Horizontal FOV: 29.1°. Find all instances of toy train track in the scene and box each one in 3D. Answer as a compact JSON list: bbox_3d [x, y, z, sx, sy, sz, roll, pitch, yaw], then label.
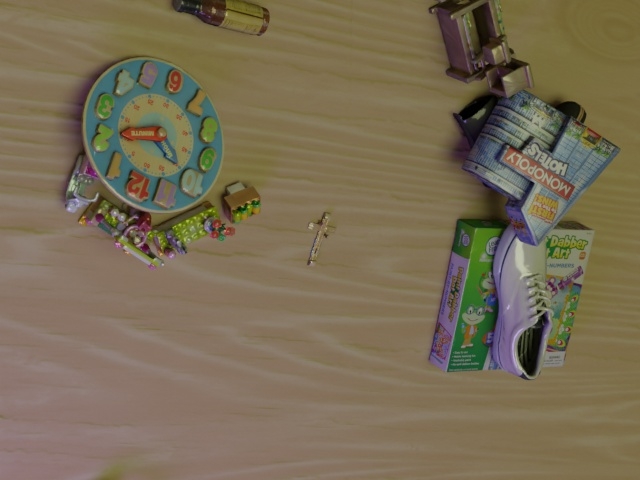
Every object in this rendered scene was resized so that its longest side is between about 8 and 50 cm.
[{"bbox_3d":[0.000,0.000,1.820,0.048,0.014,0.083,11,103,-32],"label":"toy train track"}]

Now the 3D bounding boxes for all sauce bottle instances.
[{"bbox_3d":[-0.130,-0.300,1.614,0.128,0.042,0.042,11,103,-31],"label":"sauce bottle"}]

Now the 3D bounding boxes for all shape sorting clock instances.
[{"bbox_3d":[-0.211,-0.136,1.588,0.206,0.040,0.206,5,82,-35],"label":"shape sorting clock"}]

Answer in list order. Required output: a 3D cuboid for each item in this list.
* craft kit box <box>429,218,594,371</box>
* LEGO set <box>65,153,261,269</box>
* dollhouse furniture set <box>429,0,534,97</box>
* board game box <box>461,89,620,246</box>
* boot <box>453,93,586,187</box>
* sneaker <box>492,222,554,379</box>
[{"bbox_3d":[0.314,0.089,2.012,0.249,0.061,0.247,0,106,-30],"label":"craft kit box"},{"bbox_3d":[-0.199,-0.021,1.641,0.287,0.107,0.132,10,103,-32],"label":"LEGO set"},{"bbox_3d":[0.242,-0.318,1.747,0.101,0.161,0.182,-29,121,-17],"label":"dollhouse furniture set"},{"bbox_3d":[0.320,-0.101,1.849,0.194,0.060,0.194,29,88,-19],"label":"board game box"},{"bbox_3d":[0.308,-0.189,1.892,0.198,0.077,0.137,-38,118,-14],"label":"boot"},{"bbox_3d":[0.329,0.095,1.934,0.094,0.091,0.258,-11,111,-26],"label":"sneaker"}]
